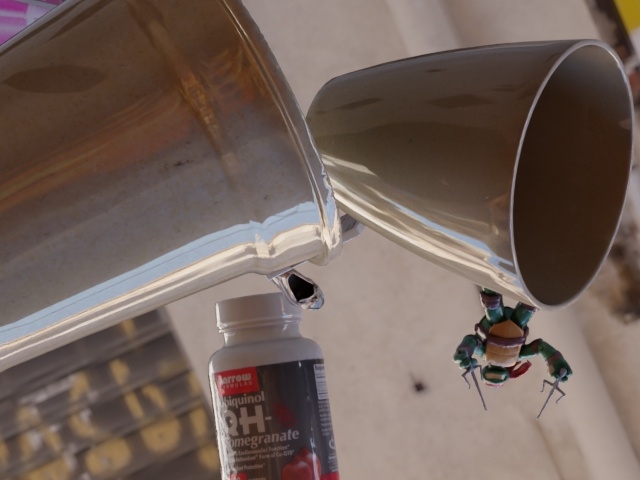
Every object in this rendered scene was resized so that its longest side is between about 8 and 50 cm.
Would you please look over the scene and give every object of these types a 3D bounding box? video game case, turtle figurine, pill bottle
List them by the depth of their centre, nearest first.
[{"bbox_3d":[0.000,0.000,1.660,0.122,0.011,0.087,-26,-167,22],"label":"video game case"},{"bbox_3d":[0.260,0.142,2.115,0.175,0.234,0.118,-4,-154,-18],"label":"turtle figurine"},{"bbox_3d":[-0.074,0.242,2.249,0.176,0.318,0.176,-8,173,-1],"label":"pill bottle"}]

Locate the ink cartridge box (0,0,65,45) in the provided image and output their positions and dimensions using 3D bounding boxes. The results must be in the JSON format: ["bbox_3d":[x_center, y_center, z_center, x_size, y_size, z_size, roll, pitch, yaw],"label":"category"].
[{"bbox_3d":[-0.351,-0.219,1.888,0.371,0.175,0.069,7,-152,-39],"label":"ink cartridge box"}]

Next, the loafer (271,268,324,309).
[{"bbox_3d":[-0.028,0.066,2.035,0.039,0.125,0.045,32,-97,41],"label":"loafer"}]

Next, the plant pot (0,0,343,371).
[{"bbox_3d":[-0.197,-0.057,1.258,0.306,0.333,0.334,-29,-175,-12],"label":"plant pot"}]

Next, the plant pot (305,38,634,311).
[{"bbox_3d":[0.128,-0.081,1.472,0.274,0.256,0.256,12,-155,34],"label":"plant pot"}]
